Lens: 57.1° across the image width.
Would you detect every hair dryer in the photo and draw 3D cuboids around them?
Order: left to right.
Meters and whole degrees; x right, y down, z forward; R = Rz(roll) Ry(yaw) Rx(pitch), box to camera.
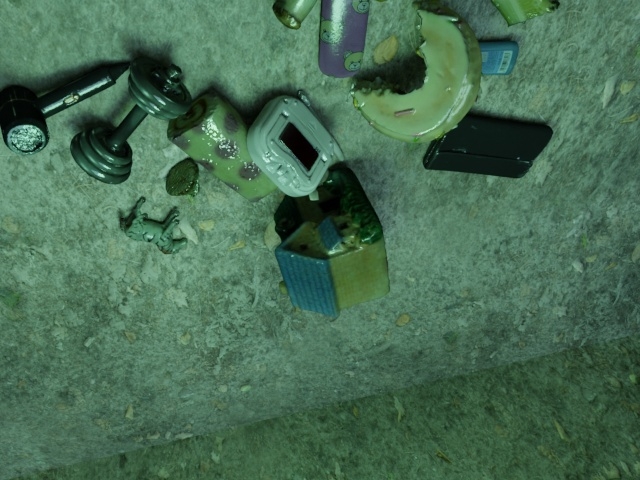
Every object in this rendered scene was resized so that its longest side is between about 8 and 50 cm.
[{"bbox_3d":[-0.631,-0.355,1.470,0.352,0.189,0.107,-30,140,-6],"label":"hair dryer"}]

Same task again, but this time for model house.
[{"bbox_3d":[0.000,0.000,1.886,0.343,0.382,0.334,-18,137,-3],"label":"model house"}]

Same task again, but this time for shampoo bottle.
[{"bbox_3d":[0.440,-0.528,1.709,0.259,0.061,0.103,-5,135,-13],"label":"shampoo bottle"}]

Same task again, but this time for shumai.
[{"bbox_3d":[-0.401,-0.177,1.787,0.124,0.099,0.087,-33,152,19],"label":"shumai"}]

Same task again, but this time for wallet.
[{"bbox_3d":[0.562,-0.312,1.978,0.406,0.062,0.228,3,134,-22],"label":"wallet"}]

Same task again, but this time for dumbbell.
[{"bbox_3d":[-0.498,-0.308,1.544,0.406,0.179,0.179,-41,133,23],"label":"dumbbell"}]

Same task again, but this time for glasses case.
[{"bbox_3d":[0.059,-0.566,1.527,0.123,0.075,0.316,-1,137,-5],"label":"glasses case"}]

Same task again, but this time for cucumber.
[{"bbox_3d":[0.488,-0.706,1.513,0.145,0.105,0.325,-13,146,37],"label":"cucumber"}]

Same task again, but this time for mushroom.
[{"bbox_3d":[-0.014,-0.656,1.388,0.087,0.107,0.333,-1,135,-41],"label":"mushroom"}]

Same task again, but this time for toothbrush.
[{"bbox_3d":[0.008,-0.339,1.789,0.025,0.029,0.307,-32,137,6],"label":"toothbrush"}]

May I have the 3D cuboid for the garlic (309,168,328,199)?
[{"bbox_3d":[-0.031,-0.197,1.816,0.131,0.194,0.127,-23,146,-3],"label":"garlic"}]

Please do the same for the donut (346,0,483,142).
[{"bbox_3d":[0.283,-0.438,1.613,0.371,0.307,0.150,-49,172,28],"label":"donut"}]

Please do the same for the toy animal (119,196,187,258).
[{"bbox_3d":[-0.515,-0.035,1.898,0.170,0.089,0.255,-34,133,22],"label":"toy animal"}]

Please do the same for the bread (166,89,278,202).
[{"bbox_3d":[-0.253,-0.258,1.694,0.187,0.155,0.338,-32,136,20],"label":"bread"}]

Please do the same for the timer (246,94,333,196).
[{"bbox_3d":[-0.076,-0.268,1.675,0.087,0.237,0.262,-9,135,46],"label":"timer"}]
